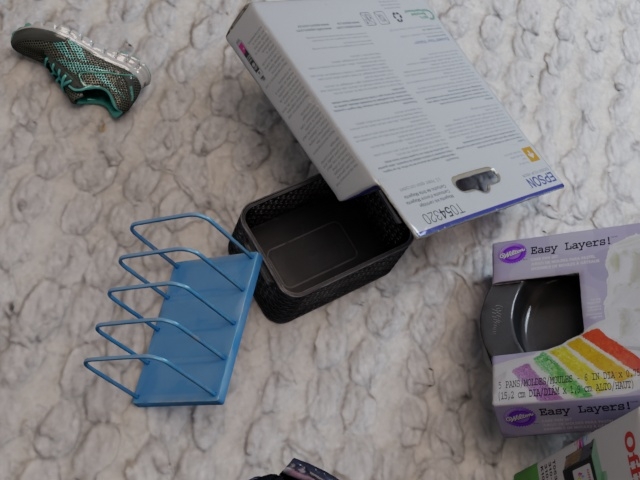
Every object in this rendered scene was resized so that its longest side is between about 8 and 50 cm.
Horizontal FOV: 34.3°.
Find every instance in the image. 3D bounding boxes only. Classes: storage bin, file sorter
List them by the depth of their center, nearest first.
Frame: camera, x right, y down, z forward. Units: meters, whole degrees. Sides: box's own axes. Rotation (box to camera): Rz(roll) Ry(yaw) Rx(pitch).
[{"bbox_3d":[-0.153,0.071,1.061,0.104,0.118,0.170,43,50,-43],"label":"file sorter"},{"bbox_3d":[0.000,0.000,1.179,0.180,0.084,0.122,-25,74,-24],"label":"storage bin"}]

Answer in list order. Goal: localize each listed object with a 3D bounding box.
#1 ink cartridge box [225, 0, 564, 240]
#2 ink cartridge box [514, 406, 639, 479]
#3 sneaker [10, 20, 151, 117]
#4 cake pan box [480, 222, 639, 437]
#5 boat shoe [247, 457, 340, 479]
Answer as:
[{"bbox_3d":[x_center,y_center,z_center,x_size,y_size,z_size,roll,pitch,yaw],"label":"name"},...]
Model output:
[{"bbox_3d":[0.096,-0.148,1.225,0.324,0.071,0.330,-17,69,-47],"label":"ink cartridge box"},{"bbox_3d":[0.313,0.291,1.015,0.117,0.278,0.201,1,64,-16],"label":"ink cartridge box"},{"bbox_3d":[-0.285,-0.197,1.208,0.166,0.065,0.076,20,65,-4],"label":"sneaker"},{"bbox_3d":[0.312,0.091,1.134,0.266,0.070,0.246,-7,42,18],"label":"cake pan box"},{"bbox_3d":[0.051,0.343,0.984,0.340,0.158,0.127,36,61,3],"label":"boat shoe"}]
